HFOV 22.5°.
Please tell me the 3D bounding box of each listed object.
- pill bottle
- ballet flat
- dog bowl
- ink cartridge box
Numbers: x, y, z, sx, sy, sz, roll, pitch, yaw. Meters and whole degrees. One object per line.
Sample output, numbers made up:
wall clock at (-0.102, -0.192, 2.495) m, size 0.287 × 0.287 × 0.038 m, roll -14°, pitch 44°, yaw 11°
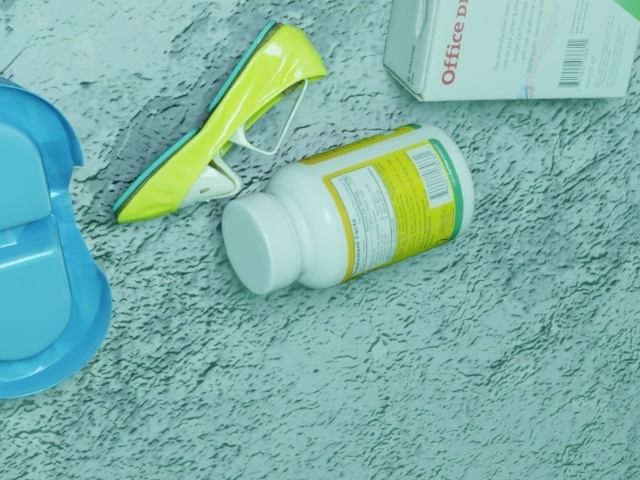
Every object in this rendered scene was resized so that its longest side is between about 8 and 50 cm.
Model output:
pill bottle at (0.023, -0.025, 1.434) m, size 0.208 × 0.117 × 0.117 m, roll -20°, pitch 124°, yaw -27°
ballet flat at (-0.082, -0.085, 1.392) m, size 0.077 × 0.077 × 0.231 m, roll 41°, pitch 94°, yaw -1°
dog bowl at (-0.277, -0.008, 1.358) m, size 0.166 × 0.074 × 0.297 m, roll -17°, pitch 123°, yaw -15°
ink cartridge box at (0.176, -0.210, 1.438) m, size 0.212 × 0.093 × 0.154 m, roll -4°, pitch 118°, yaw -24°
